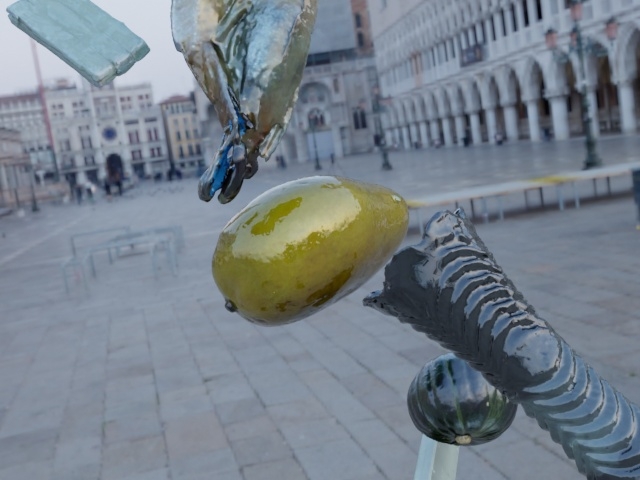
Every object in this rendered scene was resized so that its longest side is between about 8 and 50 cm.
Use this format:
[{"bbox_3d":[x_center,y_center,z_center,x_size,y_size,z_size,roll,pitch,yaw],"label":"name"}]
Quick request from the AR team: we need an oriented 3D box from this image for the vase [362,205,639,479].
[{"bbox_3d":[0.155,0.089,0.615,0.115,0.237,0.115,-42,-17,-16],"label":"vase"}]

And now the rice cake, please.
[{"bbox_3d":[-0.388,-0.335,1.299,0.124,0.211,0.038,-43,-14,-23],"label":"rice cake"}]

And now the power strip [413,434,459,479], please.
[{"bbox_3d":[0.244,0.475,1.683,0.043,0.106,0.367,-21,19,24],"label":"power strip"}]

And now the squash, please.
[{"bbox_3d":[0.269,0.300,1.532,0.218,0.172,0.218,10,-21,4],"label":"squash"}]

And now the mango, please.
[{"bbox_3d":[0.000,0.000,1.447,0.445,0.220,0.301,-26,-24,-42],"label":"mango"}]

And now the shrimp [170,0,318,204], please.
[{"bbox_3d":[-0.124,-0.275,1.208,0.221,0.445,0.110,8,-9,-7],"label":"shrimp"}]
